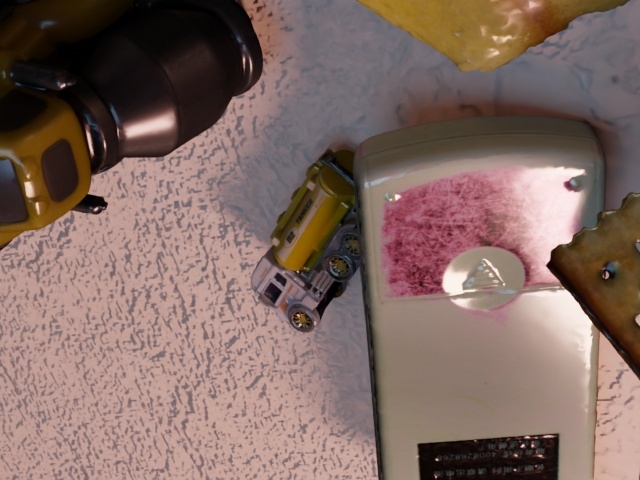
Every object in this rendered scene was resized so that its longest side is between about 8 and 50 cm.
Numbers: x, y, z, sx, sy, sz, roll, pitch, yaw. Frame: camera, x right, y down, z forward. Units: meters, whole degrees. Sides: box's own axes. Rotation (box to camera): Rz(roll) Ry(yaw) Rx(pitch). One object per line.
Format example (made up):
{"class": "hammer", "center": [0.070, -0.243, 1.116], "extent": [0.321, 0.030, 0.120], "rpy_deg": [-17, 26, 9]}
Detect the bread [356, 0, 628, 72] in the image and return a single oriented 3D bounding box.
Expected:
{"class": "bread", "center": [0.043, -0.272, 0.658], "extent": [0.233, 0.245, 0.361], "rpy_deg": [-13, 147, 33]}

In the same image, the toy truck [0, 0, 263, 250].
{"class": "toy truck", "center": [-0.147, -0.078, 0.792], "extent": [0.165, 0.224, 0.147], "rpy_deg": [13, 129, 27]}

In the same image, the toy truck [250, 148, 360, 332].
{"class": "toy truck", "center": [0.000, 0.000, 0.887], "extent": [0.063, 0.052, 0.123], "rpy_deg": [37, 132, 4]}

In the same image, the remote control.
{"class": "remote control", "center": [0.101, 0.080, 0.868], "extent": [0.145, 0.050, 0.344], "rpy_deg": [-4, 125, 1]}

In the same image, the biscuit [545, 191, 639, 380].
{"class": "biscuit", "center": [0.237, -0.007, 0.655], "extent": [0.139, 0.231, 0.016], "rpy_deg": [53, 178, 11]}
